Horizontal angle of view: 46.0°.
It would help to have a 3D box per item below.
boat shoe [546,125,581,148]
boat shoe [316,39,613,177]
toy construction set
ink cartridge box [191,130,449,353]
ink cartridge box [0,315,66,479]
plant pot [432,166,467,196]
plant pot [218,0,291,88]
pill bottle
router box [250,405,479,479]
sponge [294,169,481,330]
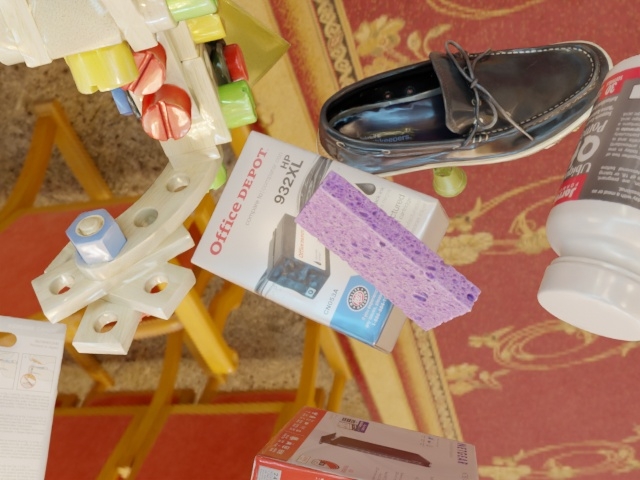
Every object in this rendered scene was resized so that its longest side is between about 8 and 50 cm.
[{"bbox_3d":[0.429,-0.291,1.565,0.324,0.116,0.097,23,143,-39],"label":"boat shoe"},{"bbox_3d":[0.227,-0.221,1.224,0.500,0.186,0.156,-13,158,7],"label":"boat shoe"},{"bbox_3d":[-0.108,-0.090,0.428,0.151,0.215,0.327,-4,136,-8],"label":"toy construction set"},{"bbox_3d":[0.000,0.000,1.110,0.307,0.223,0.129,23,175,20],"label":"ink cartridge box"},{"bbox_3d":[-0.410,0.205,0.880,0.189,0.232,0.066,11,159,-25],"label":"ink cartridge box"},{"bbox_3d":[0.301,-0.157,1.801,0.083,0.083,0.079,-8,158,20],"label":"plant pot"},{"bbox_3d":[-0.219,-0.332,1.290,0.212,0.212,0.187,29,97,-38],"label":"plant pot"},{"bbox_3d":[0.379,-0.049,0.906,0.176,0.318,0.176,24,165,7],"label":"pill bottle"},{"bbox_3d":[0.079,0.350,1.125,0.301,0.082,0.335,11,-179,9],"label":"router box"},{"bbox_3d":[0.070,0.016,0.847,0.210,0.031,0.117,39,156,-3],"label":"sponge"}]
